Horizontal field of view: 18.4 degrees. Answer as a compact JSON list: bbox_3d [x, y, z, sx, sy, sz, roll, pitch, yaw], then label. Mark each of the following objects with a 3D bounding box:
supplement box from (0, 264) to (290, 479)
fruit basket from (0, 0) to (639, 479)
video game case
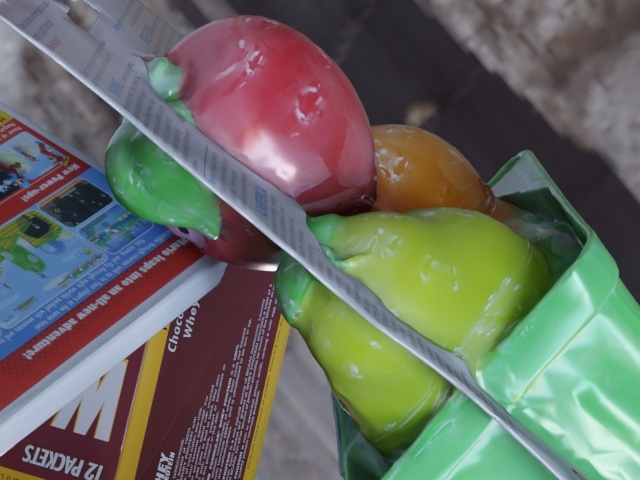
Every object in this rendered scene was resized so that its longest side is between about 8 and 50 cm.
[{"bbox_3d":[-0.121,0.071,1.219,0.194,0.129,0.191,14,89,-67],"label":"supplement box"},{"bbox_3d":[0.000,0.000,0.909,0.165,0.353,0.327,-55,-171,9],"label":"fruit basket"},{"bbox_3d":[-0.208,-0.023,0.921,0.204,0.285,0.025,-39,157,-54],"label":"video game case"}]
